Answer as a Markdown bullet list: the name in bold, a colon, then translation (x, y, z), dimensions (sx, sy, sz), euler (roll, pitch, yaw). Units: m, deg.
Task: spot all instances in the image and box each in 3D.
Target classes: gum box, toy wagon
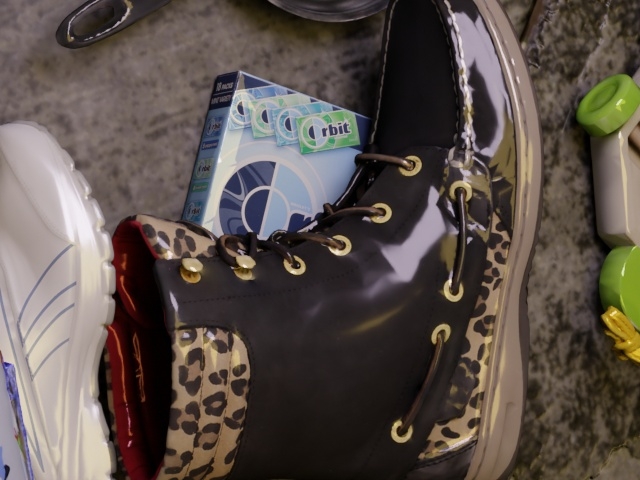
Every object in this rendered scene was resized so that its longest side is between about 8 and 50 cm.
- **gum box**: translation (-0.022, -0.011, 1.344), dimensions (0.157, 0.041, 0.184), euler (18, 79, -28)
- **toy wagon**: translation (0.318, -0.044, 1.525), dimensions (0.267, 0.068, 0.344), euler (44, 70, -21)

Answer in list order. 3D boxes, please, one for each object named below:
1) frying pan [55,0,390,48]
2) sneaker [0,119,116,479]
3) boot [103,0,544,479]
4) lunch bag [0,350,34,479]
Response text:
- **frying pan**: translation (-0.035, -0.206, 1.335), dimensions (0.197, 0.053, 0.326), euler (40, 71, -21)
- **sneaker**: translation (-0.204, 0.069, 1.205), dimensions (0.129, 0.111, 0.297), euler (-2, 88, -24)
- **boot**: translation (0.000, 0.000, 1.260), dimensions (0.284, 0.138, 0.377), euler (-1, 95, -29)
- **lunch bag**: translation (-0.336, 0.229, 1.040), dimensions (0.386, 0.239, 0.327), euler (-11, 94, -26)
